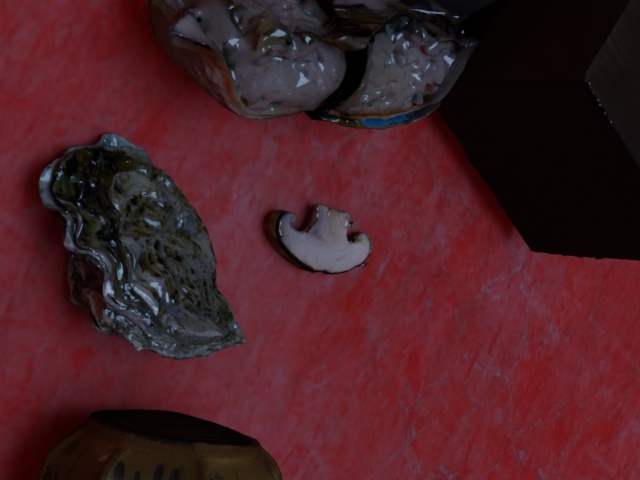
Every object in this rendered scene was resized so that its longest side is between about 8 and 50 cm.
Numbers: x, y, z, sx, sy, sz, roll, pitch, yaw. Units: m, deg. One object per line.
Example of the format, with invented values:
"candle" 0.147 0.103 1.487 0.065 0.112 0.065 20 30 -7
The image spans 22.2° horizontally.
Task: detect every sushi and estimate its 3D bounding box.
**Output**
"sushi" -0.012 -0.121 1.055 0.273 0.134 0.109 -29 147 -47

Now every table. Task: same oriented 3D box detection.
"table" 0.203 -0.109 1.206 0.193 0.172 0.169 51 61 -33

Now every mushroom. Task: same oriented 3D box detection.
"mushroom" 0.000 -0.001 1.143 0.101 0.019 0.049 18 86 -45

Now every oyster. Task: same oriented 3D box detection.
"oyster" -0.110 0.015 1.021 0.125 0.064 0.177 -46 116 -45

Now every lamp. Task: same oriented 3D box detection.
"lamp" -0.103 0.203 0.993 0.161 0.161 0.185 10 93 -43
